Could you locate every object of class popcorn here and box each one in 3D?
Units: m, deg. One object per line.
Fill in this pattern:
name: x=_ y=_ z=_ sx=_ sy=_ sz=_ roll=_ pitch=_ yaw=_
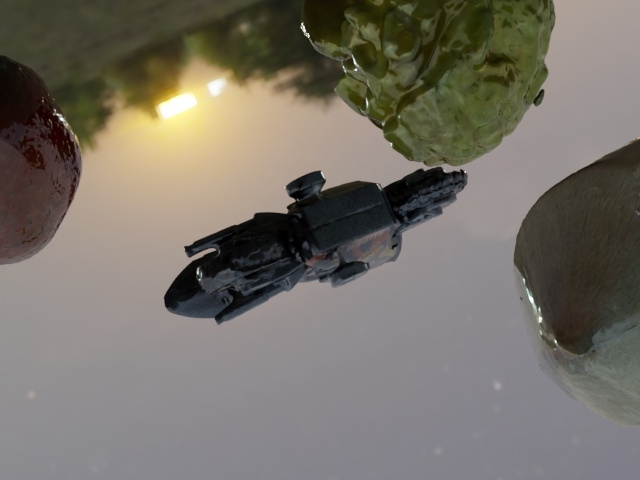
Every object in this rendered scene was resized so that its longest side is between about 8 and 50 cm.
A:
popcorn: x=0.099 y=-0.184 z=1.583 sx=0.206 sy=0.237 sz=0.251 roll=-49 pitch=179 yaw=-37

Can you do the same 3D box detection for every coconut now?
coconut: x=0.246 y=0.033 z=1.212 sx=0.224 sy=0.224 sz=0.234 roll=-18 pitch=-178 yaw=38

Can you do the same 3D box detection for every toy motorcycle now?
toy motorcycle: x=0.000 y=0.000 z=1.653 sx=0.307 sy=0.108 sz=0.173 roll=-20 pitch=173 yaw=-27

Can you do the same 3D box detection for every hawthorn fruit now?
hawthorn fruit: x=-0.269 y=-0.074 z=1.260 sx=0.157 sy=0.157 sz=0.194 roll=-23 pitch=146 yaw=5
